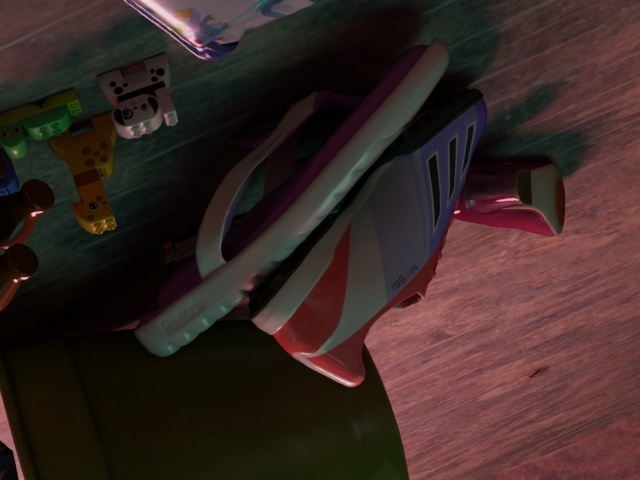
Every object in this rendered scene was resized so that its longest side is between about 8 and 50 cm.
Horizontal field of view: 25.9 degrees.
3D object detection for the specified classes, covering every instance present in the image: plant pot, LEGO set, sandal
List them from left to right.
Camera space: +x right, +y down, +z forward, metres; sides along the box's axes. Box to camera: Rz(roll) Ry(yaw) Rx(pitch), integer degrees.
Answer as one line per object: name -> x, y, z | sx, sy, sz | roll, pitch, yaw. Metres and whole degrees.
LEGO set -> -0.206, -0.050, 1.068 | 0.227, 0.093, 0.087 | -21, 157, -8
plant pot -> -0.110, 0.229, 1.407 | 0.353, 0.366, 0.366 | -17, 156, -12
sandal -> -0.054, -0.039, 1.209 | 0.416, 0.102, 0.169 | -44, -172, 30

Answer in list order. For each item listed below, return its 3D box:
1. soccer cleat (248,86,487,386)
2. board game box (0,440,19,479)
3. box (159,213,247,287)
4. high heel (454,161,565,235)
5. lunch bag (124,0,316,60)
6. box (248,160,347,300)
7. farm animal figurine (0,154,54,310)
soccer cleat -> 0.069, -0.009, 1.242 | 0.318, 0.116, 0.108 | -49, -176, -29
board game box -> -0.409, 0.226, 1.384 | 0.165, 0.042, 0.243 | -13, -172, -25
box -> -0.115, 0.028, 1.411 | 0.094, 0.027, 0.137 | -19, 157, -15
high heel -> 0.193, -0.043, 1.522 | 0.117, 0.082, 0.244 | -2, 180, 24
lunch bag -> -0.093, -0.207, 0.731 | 0.090, 0.176, 0.219 | -27, 156, 20
box -> 0.000, 0.000, 1.418 | 0.101, 0.060, 0.244 | -13, 156, -23
farm animal figurine -> -0.319, -0.048, 0.683 | 0.172, 0.326, 0.330 | -33, 154, 33
